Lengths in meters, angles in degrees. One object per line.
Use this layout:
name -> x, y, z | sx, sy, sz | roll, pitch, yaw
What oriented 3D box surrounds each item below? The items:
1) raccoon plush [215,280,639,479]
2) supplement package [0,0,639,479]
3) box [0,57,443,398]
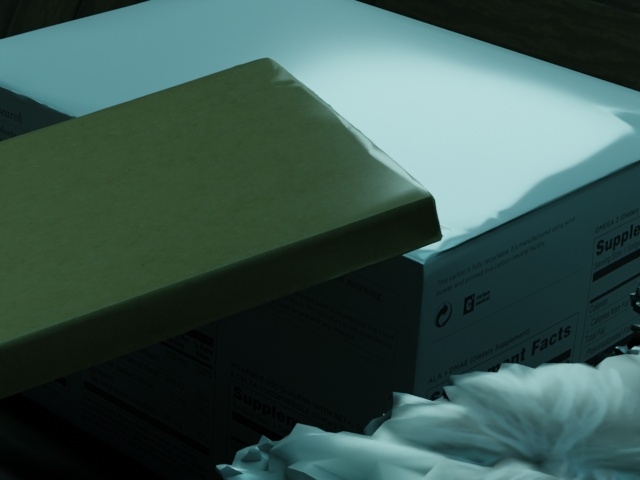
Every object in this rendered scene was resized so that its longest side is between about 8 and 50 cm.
raccoon plush -> 0.154, 0.128, 0.575 | 0.446, 0.299, 0.216 | -10, 30, -20
supplement package -> 0.000, 0.000, 0.755 | 0.262, 0.145, 0.204 | 24, 32, 35
box -> -0.083, -0.001, 0.571 | 0.201, 0.021, 0.164 | -19, 25, -13
